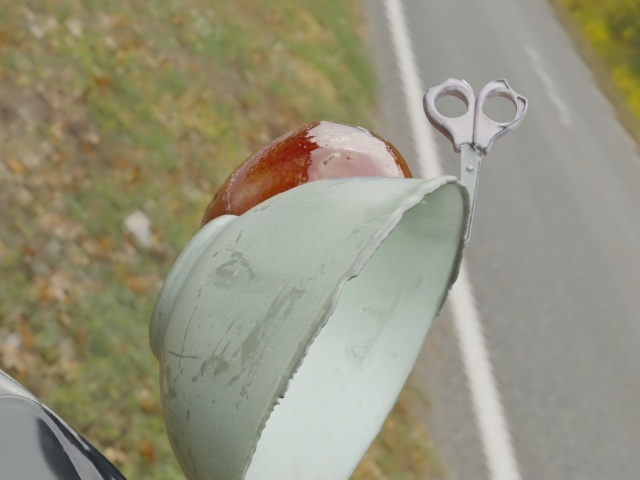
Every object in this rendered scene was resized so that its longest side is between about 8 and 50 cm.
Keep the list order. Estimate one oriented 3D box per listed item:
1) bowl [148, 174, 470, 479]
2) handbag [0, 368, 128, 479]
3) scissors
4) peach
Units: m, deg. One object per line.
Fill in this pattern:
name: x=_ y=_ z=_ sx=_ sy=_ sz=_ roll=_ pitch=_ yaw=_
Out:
bowl: x=-0.031 y=0.063 z=1.333 sx=0.146 sy=0.313 sz=0.313 roll=30 pitch=5 yaw=17
handbag: x=-0.255 y=0.198 z=1.151 sx=0.275 sy=0.177 sz=0.302 roll=26 pitch=39 yaw=28
scissors: x=0.140 y=-0.075 z=1.770 sx=0.015 sy=0.100 sz=0.189 roll=83 pitch=12 yaw=-57
peach: x=0.000 y=0.000 z=1.675 sx=0.199 sy=0.243 sz=0.243 roll=35 pitch=11 yaw=0
